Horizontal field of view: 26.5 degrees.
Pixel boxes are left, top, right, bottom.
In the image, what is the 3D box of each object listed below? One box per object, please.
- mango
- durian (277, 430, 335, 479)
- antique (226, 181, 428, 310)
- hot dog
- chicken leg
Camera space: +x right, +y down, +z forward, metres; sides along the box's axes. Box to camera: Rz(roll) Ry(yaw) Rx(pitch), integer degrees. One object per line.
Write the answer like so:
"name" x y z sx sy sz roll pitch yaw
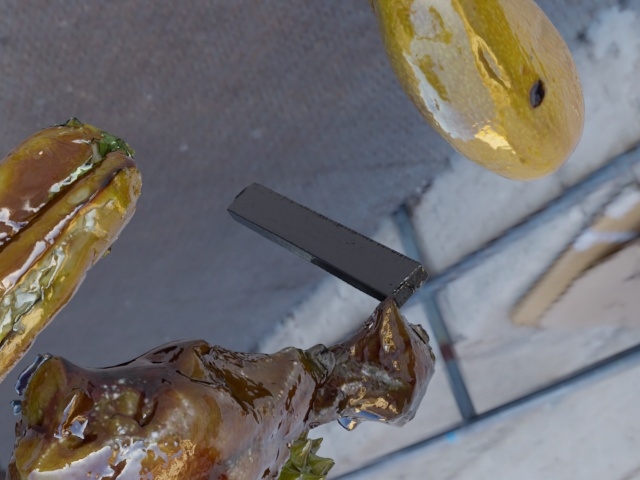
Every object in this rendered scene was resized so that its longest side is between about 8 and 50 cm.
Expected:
"mango" 0.114 -0.159 1.095 0.120 0.177 0.295 -30 130 24
"durian" -0.089 0.209 1.001 0.172 0.306 0.166 28 132 -28
"antique" 0.000 0.000 0.857 0.031 0.192 0.015 -43 126 -14
"hot dog" -0.220 0.030 0.894 0.269 0.115 0.072 -44 139 -10
"chicken leg" -0.029 0.085 0.682 0.304 0.093 0.113 -15 126 -52
